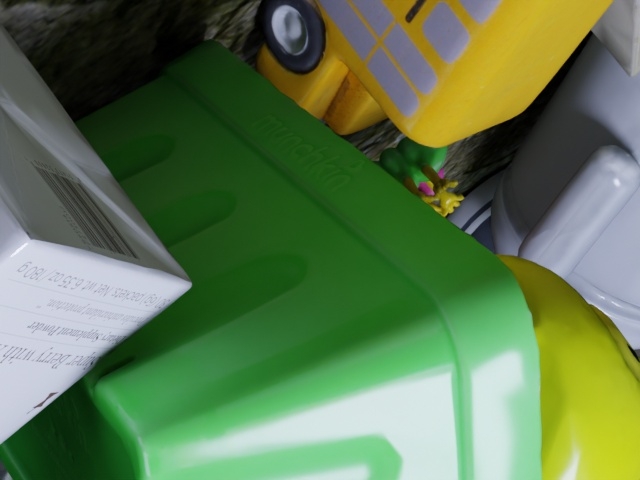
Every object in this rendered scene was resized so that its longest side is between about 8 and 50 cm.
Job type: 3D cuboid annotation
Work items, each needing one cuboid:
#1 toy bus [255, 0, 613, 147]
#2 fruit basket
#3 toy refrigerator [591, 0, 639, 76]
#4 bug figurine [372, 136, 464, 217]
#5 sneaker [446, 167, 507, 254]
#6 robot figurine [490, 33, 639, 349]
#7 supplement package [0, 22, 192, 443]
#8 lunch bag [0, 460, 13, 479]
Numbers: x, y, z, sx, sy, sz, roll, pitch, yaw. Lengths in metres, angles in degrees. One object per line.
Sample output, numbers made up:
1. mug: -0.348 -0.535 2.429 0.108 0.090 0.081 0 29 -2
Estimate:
1. toy bus: 0.090 -0.162 1.012 0.108 0.130 0.332 -25 161 -39
2. fruit basket: 0.037 0.070 1.002 0.392 0.392 0.283 -26 124 -36
3. toy refrigerator: 0.218 -0.201 1.260 0.102 0.094 0.269 -36 165 -2
4. bug figurine: 0.000 0.000 1.402 0.216 0.072 0.279 -30 170 -1
5. sneaker: 0.136 0.066 1.821 0.126 0.127 0.321 -29 165 -32
6. robot figurine: 0.262 -0.054 1.542 0.300 0.200 0.353 -22 151 -46
7. supplement package: -0.234 0.036 0.781 0.293 0.175 0.177 -39 166 8
8. lunch bag: -0.170 0.160 1.228 0.235 0.169 0.287 -32 -154 42
